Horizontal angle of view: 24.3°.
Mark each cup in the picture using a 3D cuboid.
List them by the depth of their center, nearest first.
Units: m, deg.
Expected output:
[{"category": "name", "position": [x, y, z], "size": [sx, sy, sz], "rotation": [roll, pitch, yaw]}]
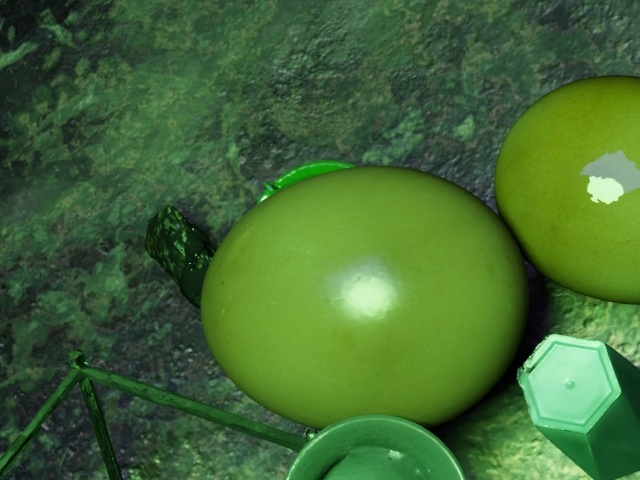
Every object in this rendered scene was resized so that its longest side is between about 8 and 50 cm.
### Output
[{"category": "cup", "position": [0.054, 0.294, 1.579], "size": [0.199, 0.150, 0.199], "rotation": [1, 74, -3]}, {"category": "cup", "position": [0.292, 0.171, 1.612], "size": [0.148, 0.235, 0.134], "rotation": [38, 89, 29]}]

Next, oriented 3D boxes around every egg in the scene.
[{"category": "egg", "position": [0.351, -0.052, 1.647], "size": [0.322, 0.250, 0.250], "rotation": [17, 81, 16]}, {"category": "egg", "position": [0.047, 0.067, 1.653], "size": [0.373, 0.301, 0.301], "rotation": [-1, 74, 30]}]

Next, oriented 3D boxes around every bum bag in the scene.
[{"category": "bum bag", "position": [-0.149, 0.046, 1.908], "size": [0.069, 0.102, 0.248], "rotation": [-39, 62, -19]}]

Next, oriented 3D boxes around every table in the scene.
[{"category": "table", "position": [-0.175, 0.332, 1.691], "size": [0.335, 0.272, 0.222], "rotation": [15, 47, 25]}]

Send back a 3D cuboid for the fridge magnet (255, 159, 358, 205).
[{"category": "fridge magnet", "position": [0.000, 0.000, 1.862], "size": [0.208, 0.088, 0.208], "rotation": [-4, 79, 19]}]
